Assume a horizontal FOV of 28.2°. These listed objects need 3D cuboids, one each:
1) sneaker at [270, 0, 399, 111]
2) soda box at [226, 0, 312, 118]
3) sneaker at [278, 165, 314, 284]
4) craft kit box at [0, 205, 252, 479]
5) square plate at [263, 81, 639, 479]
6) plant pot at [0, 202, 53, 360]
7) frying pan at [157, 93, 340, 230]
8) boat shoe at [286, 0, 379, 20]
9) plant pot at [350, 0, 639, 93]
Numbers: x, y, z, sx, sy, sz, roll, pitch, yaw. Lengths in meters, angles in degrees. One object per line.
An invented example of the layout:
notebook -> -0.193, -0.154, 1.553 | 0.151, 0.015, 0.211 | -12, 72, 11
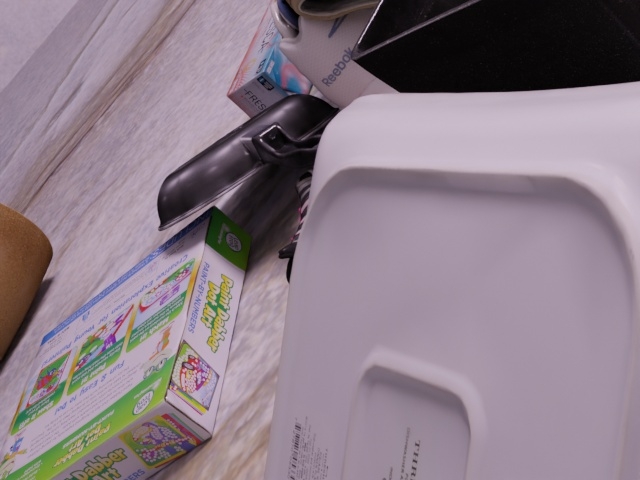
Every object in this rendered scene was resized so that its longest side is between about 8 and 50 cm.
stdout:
sneaker -> 0.020, -0.205, 1.143 | 0.111, 0.129, 0.297 | -50, 20, 18
soda box -> -0.033, -0.202, 1.324 | 0.063, 0.058, 0.183 | -27, 32, 41
sneaker -> 0.000, 0.000, 0.948 | 0.075, 0.063, 0.170 | -40, 29, 6
craft kit box -> -0.174, 0.119, 1.089 | 0.250, 0.061, 0.246 | -35, 24, 29
square plate -> 0.050, 0.106, 0.510 | 0.344, 0.049, 0.347 | 10, 92, 64
plant pot -> -0.447, 0.097, 1.427 | 0.237, 0.237, 0.254 | -23, 48, 45
frying pan -> -0.072, -0.062, 1.081 | 0.197, 0.053, 0.326 | -33, 7, 7
boat shoe -> 0.110, -0.246, 1.010 | 0.302, 0.113, 0.103 | -15, 57, 10
plant pot -> 0.163, -0.143, 0.752 | 0.188, 0.167, 0.187 | -15, 40, 51
